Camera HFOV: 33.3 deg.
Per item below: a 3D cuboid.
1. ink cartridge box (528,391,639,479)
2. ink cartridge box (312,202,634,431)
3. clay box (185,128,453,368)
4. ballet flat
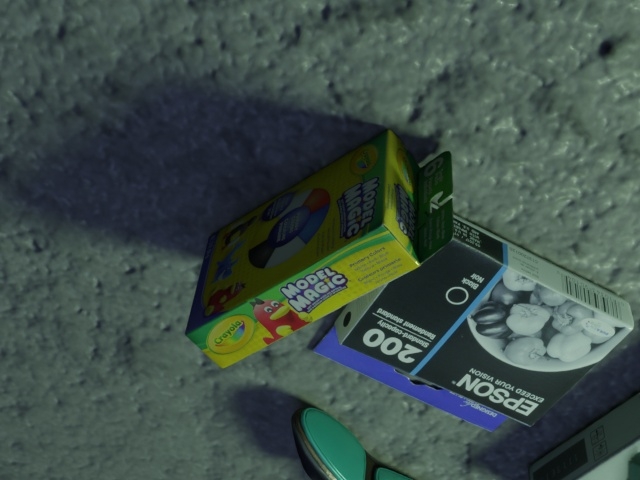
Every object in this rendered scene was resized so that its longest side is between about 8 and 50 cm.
[{"bbox_3d":[0.378,0.224,1.017,0.239,0.060,0.275,34,124,-18],"label":"ink cartridge box"},{"bbox_3d":[0.127,0.088,0.945,0.206,0.045,0.208,25,127,-14],"label":"ink cartridge box"},{"bbox_3d":[0.000,0.000,0.836,0.222,0.127,0.053,-31,120,25],"label":"clay box"},{"bbox_3d":[0.031,0.239,1.058,0.203,0.074,0.074,38,122,-24],"label":"ballet flat"}]
